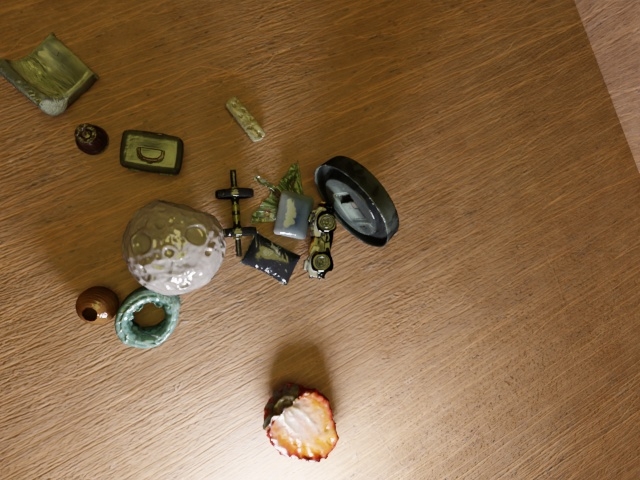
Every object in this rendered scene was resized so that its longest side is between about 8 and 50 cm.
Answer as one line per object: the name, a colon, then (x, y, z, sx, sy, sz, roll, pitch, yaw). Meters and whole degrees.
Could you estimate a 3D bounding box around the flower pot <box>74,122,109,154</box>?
flower pot: (-0.812, -0.363, 1.505, 0.111, 0.089, 0.111, 0, 89, -14)

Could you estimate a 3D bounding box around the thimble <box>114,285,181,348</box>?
thimble: (-0.601, 0.261, 1.519, 0.235, 0.143, 0.198, -31, 106, -10)

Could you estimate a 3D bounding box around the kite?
kite: (-0.156, -0.170, 1.708, 0.267, 0.013, 0.323, 40, 80, -11)

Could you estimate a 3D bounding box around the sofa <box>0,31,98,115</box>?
sofa: (-0.914, -0.567, 1.437, 0.210, 0.176, 0.225, 45, 80, -9)

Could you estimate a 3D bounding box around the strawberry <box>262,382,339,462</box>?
strawberry: (-0.077, 0.706, 1.664, 0.265, 0.149, 0.336, -46, 110, -17)

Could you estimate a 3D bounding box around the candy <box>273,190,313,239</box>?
candy: (-0.106, -0.099, 1.680, 0.138, 0.071, 0.174, 12, 90, -21)

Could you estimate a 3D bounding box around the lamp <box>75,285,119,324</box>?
lamp: (-0.775, 0.225, 1.491, 0.136, 0.136, 0.136, 0, 90, -14)

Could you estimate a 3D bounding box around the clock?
clock: (0.132, -0.143, 1.594, 0.076, 0.386, 0.386, -41, 99, -16)

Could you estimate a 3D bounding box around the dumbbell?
dumbbell: (-0.316, -0.102, 1.600, 0.143, 0.143, 0.326, -4, 90, -14)

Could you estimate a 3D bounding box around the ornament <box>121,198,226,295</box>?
ornament: (-0.497, 0.028, 1.460, 0.337, 0.337, 0.337, 0, 90, -14)

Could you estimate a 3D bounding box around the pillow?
pillow: (-0.193, 0.071, 1.678, 0.208, 0.055, 0.141, 27, 92, -11)

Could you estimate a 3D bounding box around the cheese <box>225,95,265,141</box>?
cheese: (-0.291, -0.470, 1.661, 0.065, 0.043, 0.194, -40, 98, -10)

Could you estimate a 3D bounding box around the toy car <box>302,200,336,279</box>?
toy car: (-0.002, -0.001, 1.662, 0.117, 0.193, 0.301, 5, 88, 0)

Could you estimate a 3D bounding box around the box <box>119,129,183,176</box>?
box: (-0.601, -0.309, 1.538, 0.210, 0.129, 0.148, 6, 88, -15)
